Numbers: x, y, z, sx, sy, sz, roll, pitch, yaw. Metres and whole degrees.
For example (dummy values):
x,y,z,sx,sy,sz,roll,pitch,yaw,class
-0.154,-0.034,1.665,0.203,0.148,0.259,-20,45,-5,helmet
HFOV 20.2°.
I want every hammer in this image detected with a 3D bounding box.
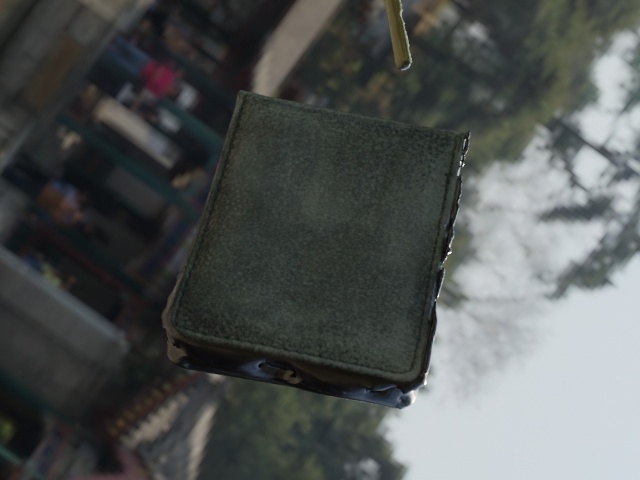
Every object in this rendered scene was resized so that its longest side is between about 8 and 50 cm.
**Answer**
x,y,z,sx,sy,sz,roll,pitch,yaw,class
0.052,-0.225,1.471,0.028,0.060,0.195,-19,-123,15,hammer

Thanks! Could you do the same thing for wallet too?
x,y,z,sx,sy,sz,roll,pitch,yaw,class
0.000,0.001,1.152,0.036,0.167,0.222,95,7,-52,wallet
